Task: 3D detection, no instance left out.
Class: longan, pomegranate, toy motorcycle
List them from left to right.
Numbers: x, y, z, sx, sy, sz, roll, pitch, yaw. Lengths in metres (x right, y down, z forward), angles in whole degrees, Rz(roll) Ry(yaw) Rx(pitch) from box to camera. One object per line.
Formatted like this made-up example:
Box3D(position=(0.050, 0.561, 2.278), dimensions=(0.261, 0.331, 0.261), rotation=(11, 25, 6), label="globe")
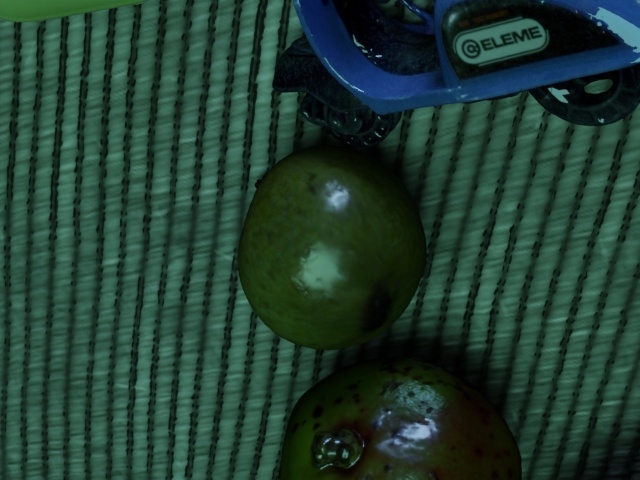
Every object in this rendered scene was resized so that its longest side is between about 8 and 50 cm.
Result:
Box3D(position=(0.000, 0.000, 1.036), dimensions=(0.176, 0.145, 0.155), rotation=(48, 111, 31), label="longan")
Box3D(position=(0.074, 0.211, 1.100), dimensions=(0.198, 0.198, 0.246), rotation=(-19, 113, 23), label="pomegranate")
Box3D(position=(0.088, -0.172, 0.897), dimensions=(0.358, 0.125, 0.212), rotation=(-9, 121, 40), label="toy motorcycle")

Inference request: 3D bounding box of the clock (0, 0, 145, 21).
Box3D(position=(-0.190, -0.276, 0.962), dimensions=(0.170, 0.069, 0.232), rotation=(-5, 117, 18), label="clock")
